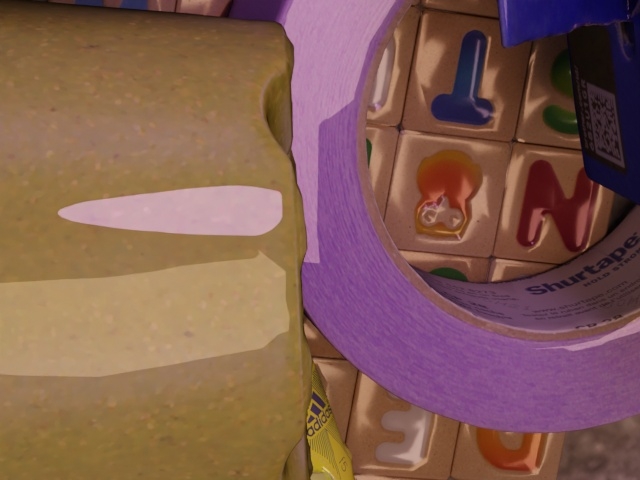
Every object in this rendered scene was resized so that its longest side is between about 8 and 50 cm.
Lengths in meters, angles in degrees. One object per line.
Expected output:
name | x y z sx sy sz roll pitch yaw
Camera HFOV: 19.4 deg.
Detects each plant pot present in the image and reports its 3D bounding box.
plant pot | -0.131 0.016 0.673 0.254 0.276 0.276 -3 105 -1

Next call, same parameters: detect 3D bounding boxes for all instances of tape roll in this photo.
tape roll | 0.096 -0.057 0.832 0.275 0.090 0.275 -4 105 -14

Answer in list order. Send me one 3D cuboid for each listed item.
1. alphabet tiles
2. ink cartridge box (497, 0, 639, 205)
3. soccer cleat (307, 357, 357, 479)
alphabet tiles | 0.000 0.000 0.874 0.285 0.011 0.342 6 102 -17
ink cartridge box | 0.238 -0.159 0.722 0.395 0.151 0.270 -11 106 -11
soccer cleat | -0.017 0.121 0.846 0.289 0.093 0.121 41 89 -20
